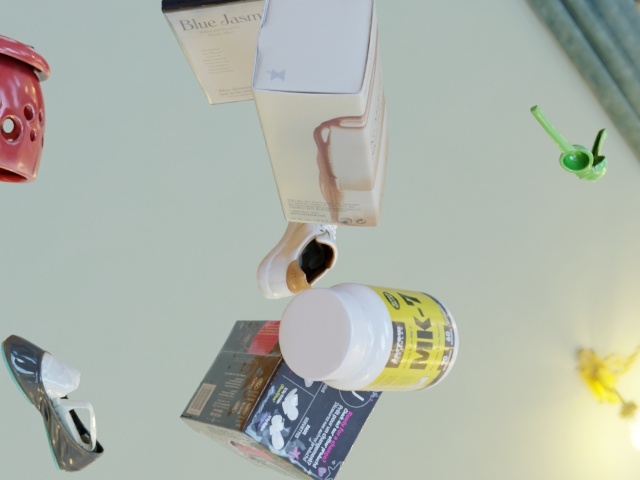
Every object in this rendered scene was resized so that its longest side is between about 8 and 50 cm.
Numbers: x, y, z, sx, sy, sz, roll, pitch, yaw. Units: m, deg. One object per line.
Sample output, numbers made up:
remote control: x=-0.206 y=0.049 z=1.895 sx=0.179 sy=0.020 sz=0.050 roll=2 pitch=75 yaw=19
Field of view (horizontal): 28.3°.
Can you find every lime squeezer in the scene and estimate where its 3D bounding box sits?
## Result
lime squeezer: x=0.445 y=-0.159 z=2.164 sx=0.058 sy=0.110 sz=0.310 roll=-3 pitch=175 yaw=34

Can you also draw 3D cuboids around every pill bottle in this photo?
pill bottle: x=0.055 y=0.109 z=1.418 sx=0.119 sy=0.119 sz=0.208 roll=-31 pitch=158 yaw=30

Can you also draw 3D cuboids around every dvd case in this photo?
dvd case: x=-0.096 y=-0.264 z=1.737 sx=0.180 sy=0.022 sz=0.253 roll=-6 pitch=156 yaw=9

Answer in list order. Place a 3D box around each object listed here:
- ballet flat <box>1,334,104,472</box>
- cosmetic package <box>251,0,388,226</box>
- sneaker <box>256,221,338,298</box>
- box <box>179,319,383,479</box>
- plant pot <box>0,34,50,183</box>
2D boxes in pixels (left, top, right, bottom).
ballet flat: x=-0.440 y=0.267 z=2.143 sx=0.096 sy=0.281 sz=0.095 roll=-15 pitch=-152 yaw=8
cosmetic package: x=0.008 y=-0.153 z=1.531 sx=0.296 sy=0.129 sz=0.153 roll=76 pitch=20 yaw=-62
sneaker: x=0.000 y=0.000 z=2.301 sx=0.123 sy=0.106 sz=0.290 roll=-6 pitch=-141 yaw=34
box: x=-0.050 y=0.204 z=1.615 sx=0.163 sy=0.142 sz=0.247 roll=-60 pitch=-162 yaw=-15
plant pot: x=-0.450 y=-0.177 z=1.671 sx=0.191 sy=0.191 sz=0.174 roll=169 pitch=-65 yaw=-68
